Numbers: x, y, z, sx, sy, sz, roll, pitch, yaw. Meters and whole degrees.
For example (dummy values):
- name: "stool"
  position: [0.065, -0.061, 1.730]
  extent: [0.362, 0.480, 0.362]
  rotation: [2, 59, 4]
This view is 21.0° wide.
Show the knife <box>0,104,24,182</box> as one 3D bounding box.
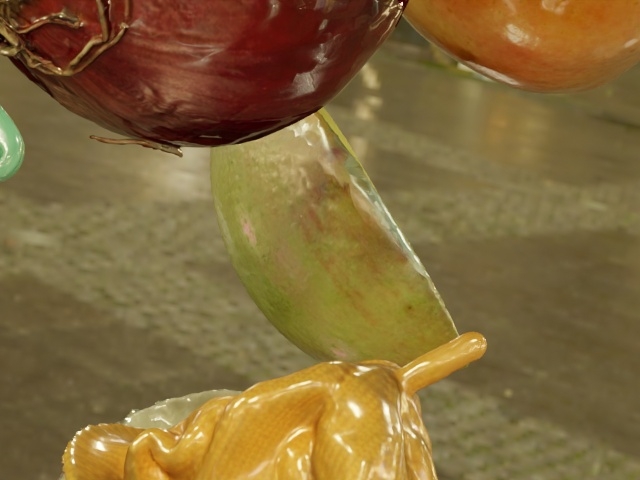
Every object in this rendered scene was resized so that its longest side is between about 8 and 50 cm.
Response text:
- name: "knife"
  position: [-0.286, -0.171, 1.362]
  extent: [0.063, 0.260, 0.034]
  rotation: [-17, -6, -3]

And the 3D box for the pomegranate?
- name: "pomegranate"
  position: [0.164, -0.211, 1.113]
  extent: [0.270, 0.252, 0.229]
  rotation: [30, -10, 3]

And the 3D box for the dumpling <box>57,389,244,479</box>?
- name: "dumpling"
  position: [-0.109, 0.201, 1.224]
  extent: [0.172, 0.247, 0.142]
  rotation: [50, 0, -18]

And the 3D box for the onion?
- name: "onion"
  position: [-0.082, -0.173, 0.752]
  extent: [0.281, 0.280, 0.221]
  rotation: [4, -12, -29]

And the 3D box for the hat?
- name: "hat"
  position: [0.012, 0.129, 1.013]
  extent: [0.233, 0.233, 0.244]
  rotation: [49, 15, 3]

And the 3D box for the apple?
- name: "apple"
  position: [0.000, 0.000, 1.234]
  extent: [0.120, 0.265, 0.193]
  rotation: [-33, 4, -10]
